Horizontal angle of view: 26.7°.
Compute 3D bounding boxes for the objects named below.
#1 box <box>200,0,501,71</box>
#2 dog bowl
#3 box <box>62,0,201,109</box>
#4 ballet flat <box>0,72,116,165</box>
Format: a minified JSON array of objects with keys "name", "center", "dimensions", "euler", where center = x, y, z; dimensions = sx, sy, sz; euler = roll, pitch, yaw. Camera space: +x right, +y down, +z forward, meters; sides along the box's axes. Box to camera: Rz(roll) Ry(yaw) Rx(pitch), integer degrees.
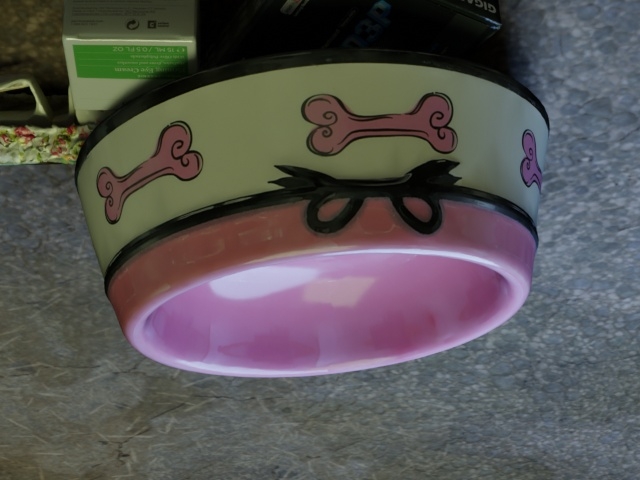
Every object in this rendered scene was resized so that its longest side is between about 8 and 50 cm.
[{"name":"box","center":[0.014,-0.155,1.104],"dimensions":[0.175,0.051,0.220],"euler":[18,141,-26]},{"name":"dog bowl","center":[0.000,0.000,1.137],"dimensions":[0.407,0.150,0.408],"euler":[-5,159,-2]},{"name":"box","center":[-0.144,-0.164,1.045],"dimensions":[0.101,0.102,0.087],"euler":[0,147,-3]},{"name":"ballet flat","center":[-0.228,-0.105,1.150],"dimensions":[0.240,0.091,0.077],"euler":[-3,122,-3]}]
